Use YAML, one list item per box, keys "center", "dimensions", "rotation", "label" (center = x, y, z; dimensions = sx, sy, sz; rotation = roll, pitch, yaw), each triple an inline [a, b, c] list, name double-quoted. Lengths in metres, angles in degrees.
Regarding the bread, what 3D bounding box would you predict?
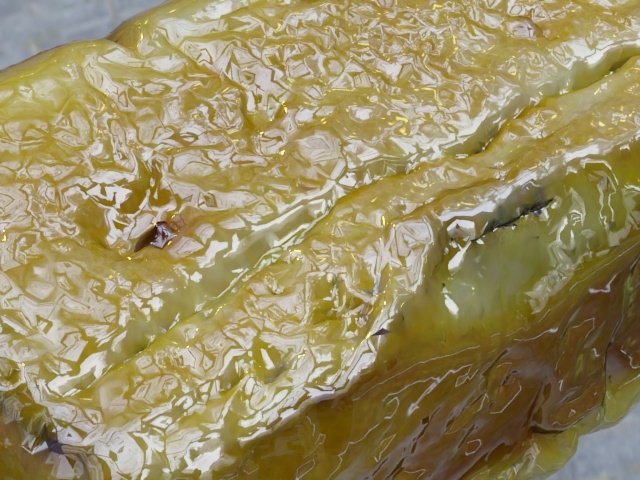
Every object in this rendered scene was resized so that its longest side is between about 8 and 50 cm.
- center: [0.000, 0.000, 0.550]
  dimensions: [0.294, 0.132, 0.167]
  rotation: [-29, 49, -34]
  label: "bread"
